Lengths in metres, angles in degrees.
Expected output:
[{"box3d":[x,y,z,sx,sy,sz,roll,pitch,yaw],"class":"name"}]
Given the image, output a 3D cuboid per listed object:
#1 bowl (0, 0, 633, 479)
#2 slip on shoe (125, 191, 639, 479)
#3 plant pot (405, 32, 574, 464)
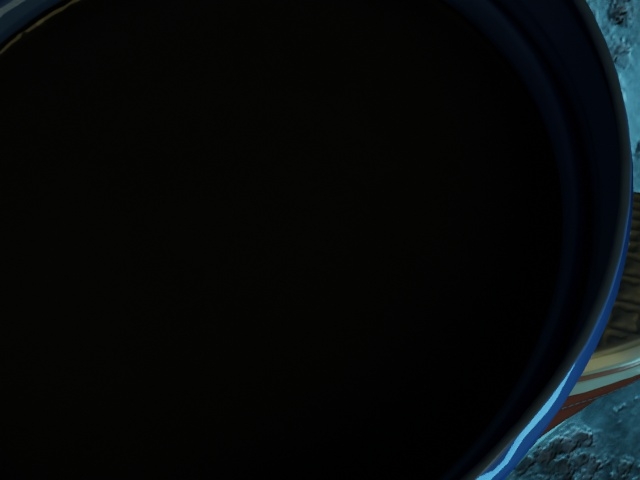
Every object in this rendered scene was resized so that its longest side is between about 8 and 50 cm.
[{"box3d":[-0.058,-0.014,0.720,0.391,0.391,0.077,-37,152,-7],"class":"bowl"},{"box3d":[0.060,0.069,0.786,0.331,0.123,0.101,-25,138,-12],"class":"slip on shoe"},{"box3d":[0.000,0.000,0.939,0.248,0.252,0.247,-39,126,-5],"class":"plant pot"}]
